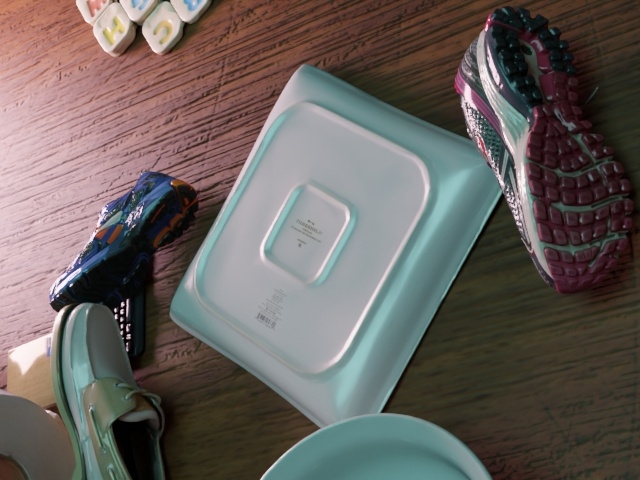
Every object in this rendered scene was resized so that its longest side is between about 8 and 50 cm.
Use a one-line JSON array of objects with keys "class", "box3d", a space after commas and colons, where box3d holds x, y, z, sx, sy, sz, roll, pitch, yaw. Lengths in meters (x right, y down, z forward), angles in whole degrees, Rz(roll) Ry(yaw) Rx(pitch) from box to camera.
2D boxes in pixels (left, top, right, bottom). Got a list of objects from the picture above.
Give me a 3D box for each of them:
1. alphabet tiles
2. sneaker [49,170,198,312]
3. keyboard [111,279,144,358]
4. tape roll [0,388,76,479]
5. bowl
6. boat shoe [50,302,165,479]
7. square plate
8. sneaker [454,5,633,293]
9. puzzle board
[{"class": "alphabet tiles", "box3d": [-0.215, -0.385, 1.927, 0.284, 0.021, 0.278, -45, 51, 15]}, {"class": "sneaker", "box3d": [-0.244, 0.004, 1.746, 0.221, 0.083, 0.087, -44, 46, -6]}, {"class": "keyboard", "box3d": [-0.262, 0.068, 1.782, 0.108, 0.023, 0.180, -19, 61, 33]}, {"class": "tape roll", "box3d": [-0.413, 0.300, 1.637, 0.100, 0.286, 0.286, 11, 80, 42]}, {"class": "bowl", "box3d": [0.063, 0.319, 1.326, 0.298, 0.134, 0.298, -16, 58, 26]}, {"class": "boat shoe", "box3d": [-0.229, 0.206, 1.648, 0.103, 0.113, 0.302, -23, 70, 29]}, {"class": "square plate", "box3d": [0.000, 0.000, 1.578, 0.347, 0.049, 0.344, 31, 92, 42]}, {"class": "sneaker", "box3d": [0.213, -0.080, 1.407, 0.112, 0.121, 0.299, -51, 42, 50]}, {"class": "puzzle board", "box3d": [-0.349, 0.168, 1.820, 0.128, 0.011, 0.096, -21, 59, 31]}]
